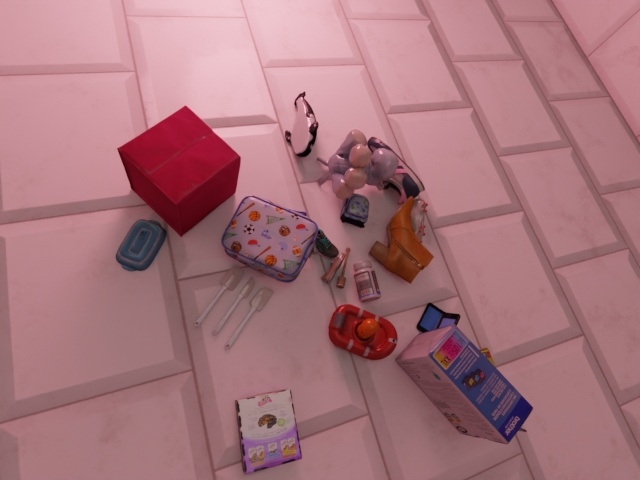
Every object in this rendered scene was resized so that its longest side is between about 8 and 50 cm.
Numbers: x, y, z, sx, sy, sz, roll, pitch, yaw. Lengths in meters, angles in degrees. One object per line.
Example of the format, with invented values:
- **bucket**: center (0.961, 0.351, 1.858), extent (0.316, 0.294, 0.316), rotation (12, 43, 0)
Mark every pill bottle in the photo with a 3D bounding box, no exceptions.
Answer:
- **pill bottle**: center (0.163, 0.145, 1.447), extent (0.078, 0.078, 0.137), rotation (-5, 70, -18)

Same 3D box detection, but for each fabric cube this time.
- **fabric cube**: center (-0.448, -0.220, 1.322), extent (0.259, 0.254, 0.258), rotation (44, 65, 3)

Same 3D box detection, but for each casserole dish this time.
- **casserole dish**: center (-0.578, 0.009, 1.309), extent (0.114, 0.037, 0.188), rotation (23, 63, -7)

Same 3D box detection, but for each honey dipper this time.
- **honey dipper**: center (0.086, 0.096, 1.473), extent (0.030, 0.030, 0.160), rotation (18, 62, -9)

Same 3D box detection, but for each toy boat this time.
- **toy boat**: center (0.150, 0.298, 1.339), extent (0.231, 0.151, 0.151), rotation (23, 64, -6)

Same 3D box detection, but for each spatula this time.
- **spatula**: center (-0.287, 0.214, 1.322), extent (0.168, 0.019, 0.242), rotation (37, 64, -5)

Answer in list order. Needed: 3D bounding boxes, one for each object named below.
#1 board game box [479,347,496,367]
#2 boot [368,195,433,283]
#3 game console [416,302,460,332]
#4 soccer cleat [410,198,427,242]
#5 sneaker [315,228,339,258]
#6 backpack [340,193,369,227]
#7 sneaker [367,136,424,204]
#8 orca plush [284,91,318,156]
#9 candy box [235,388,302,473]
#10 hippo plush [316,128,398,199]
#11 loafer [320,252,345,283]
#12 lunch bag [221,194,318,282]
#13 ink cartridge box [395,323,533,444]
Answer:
- **board game box**: center (0.575, 0.424, 1.402), extent (0.043, 0.181, 0.092), rotation (-22, 72, 15)
- **boot**: center (0.340, -0.002, 1.532), extent (0.211, 0.104, 0.295), rotation (33, 80, 7)
- **game console**: center (0.428, 0.295, 1.470), extent (0.071, 0.107, 0.122), rotation (49, 60, -25)
- **soccer cleat**: center (0.377, -0.071, 1.615), extent (0.068, 0.076, 0.196), rotation (23, 73, -51)
- **sneaker**: center (0.000, 0.000, 1.460), extent (0.166, 0.076, 0.065), rotation (38, 64, 1)
- **backpack**: center (0.137, -0.123, 1.548), extent (0.105, 0.084, 0.114), rotation (16, 62, -12)
- **sneaker**: center (0.272, -0.285, 1.649), extent (0.131, 0.112, 0.319), rotation (-40, 71, 3)
- **orca plush**: center (-0.063, -0.450, 1.645), extent (0.151, 0.102, 0.287), rotation (-28, 60, 21)
- **candy box**: center (-0.155, 0.551, 1.189), extent (0.165, 0.070, 0.196), rotation (-5, 70, -18)
- **hippo plush**: center (0.159, -0.248, 1.527), extent (0.237, 0.294, 0.234), rotation (10, 67, -29)
- **loafer**: center (0.046, 0.093, 1.449), extent (0.039, 0.045, 0.125), rotation (28, 74, 10)
- **lunch bag**: center (-0.160, -0.011, 1.371), extent (0.303, 0.115, 0.243), rotation (24, 70, 4)
- **ink cartridge box**: center (0.460, 0.475, 1.290), extent (0.151, 0.270, 0.395), rotation (-38, 83, -21)
